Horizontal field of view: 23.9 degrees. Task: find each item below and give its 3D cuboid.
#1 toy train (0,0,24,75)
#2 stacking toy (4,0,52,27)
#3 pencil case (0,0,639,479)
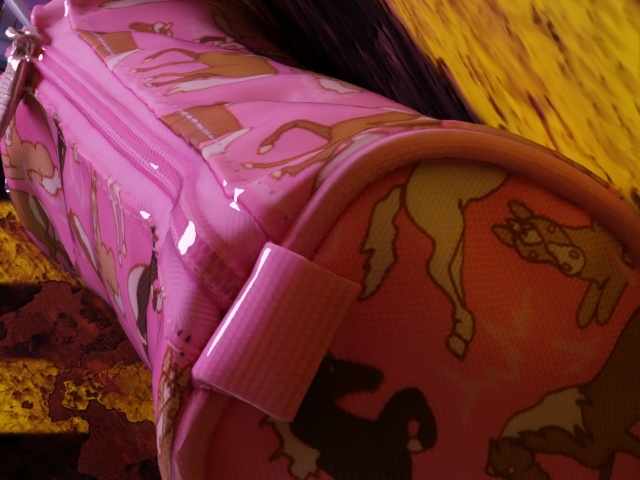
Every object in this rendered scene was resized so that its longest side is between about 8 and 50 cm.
[{"bbox_3d":[-0.189,-0.143,1.101,0.184,0.080,0.105,21,171,-1],"label":"toy train"},{"bbox_3d":[-0.199,-0.205,0.833,0.309,0.130,0.279,51,174,12],"label":"stacking toy"},{"bbox_3d":[-0.021,-0.002,0.560,0.386,0.167,0.160,-140,44,-63],"label":"pencil case"}]
